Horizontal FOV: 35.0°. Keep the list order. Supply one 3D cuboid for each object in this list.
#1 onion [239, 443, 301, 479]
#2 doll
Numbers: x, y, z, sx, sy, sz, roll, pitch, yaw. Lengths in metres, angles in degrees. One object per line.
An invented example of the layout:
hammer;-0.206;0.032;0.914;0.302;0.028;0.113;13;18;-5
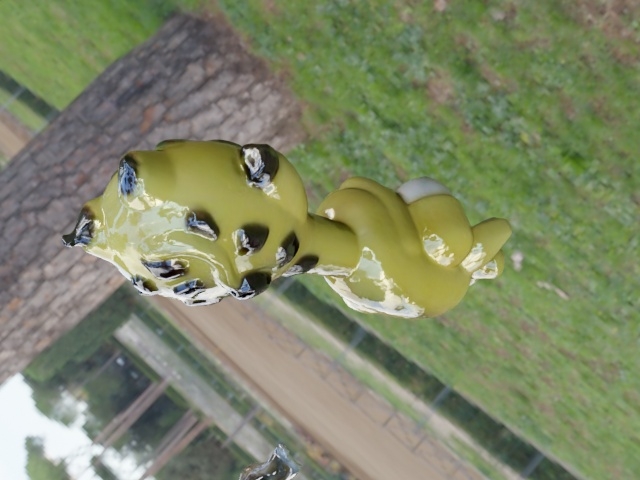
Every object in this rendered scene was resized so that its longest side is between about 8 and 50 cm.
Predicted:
onion;-0.030;0.248;0.558;0.201;0.207;0.200;51;172;9
doll;0.000;-0.001;0.565;0.291;0.117;0.086;9;-124;-44
